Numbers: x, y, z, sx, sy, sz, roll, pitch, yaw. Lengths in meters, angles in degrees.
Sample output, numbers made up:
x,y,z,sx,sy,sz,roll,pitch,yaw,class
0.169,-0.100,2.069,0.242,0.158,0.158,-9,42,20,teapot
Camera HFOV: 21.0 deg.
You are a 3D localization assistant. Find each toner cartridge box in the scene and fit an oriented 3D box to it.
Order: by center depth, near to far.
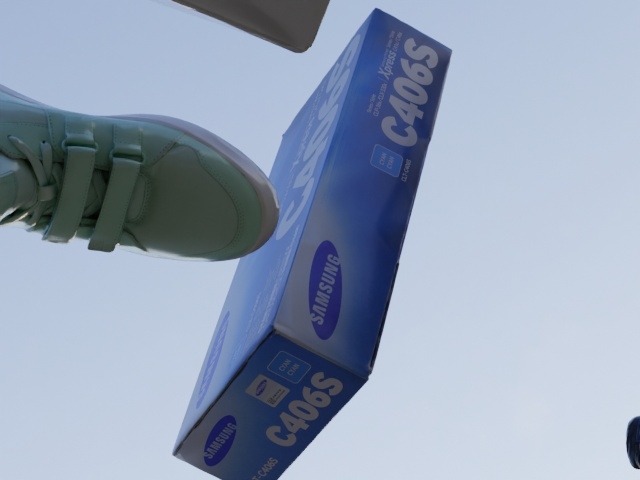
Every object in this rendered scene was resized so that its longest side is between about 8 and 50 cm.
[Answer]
x,y,z,sx,sy,sz,roll,pitch,yaw,class
0.000,0.000,1.246,0.075,0.348,0.165,27,-46,-10,toner cartridge box

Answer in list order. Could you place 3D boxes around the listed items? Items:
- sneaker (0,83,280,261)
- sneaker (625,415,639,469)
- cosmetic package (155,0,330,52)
x,y,z,sx,sy,sz,roll,pitch,yaw,class
-0.158,-0.020,1.002,0.256,0.151,0.094,16,-63,3,sneaker
0.219,0.102,1.019,0.058,0.084,0.152,-50,-45,-56,sneaker
-0.041,-0.349,0.885,0.161,0.230,0.453,18,-84,-40,cosmetic package
